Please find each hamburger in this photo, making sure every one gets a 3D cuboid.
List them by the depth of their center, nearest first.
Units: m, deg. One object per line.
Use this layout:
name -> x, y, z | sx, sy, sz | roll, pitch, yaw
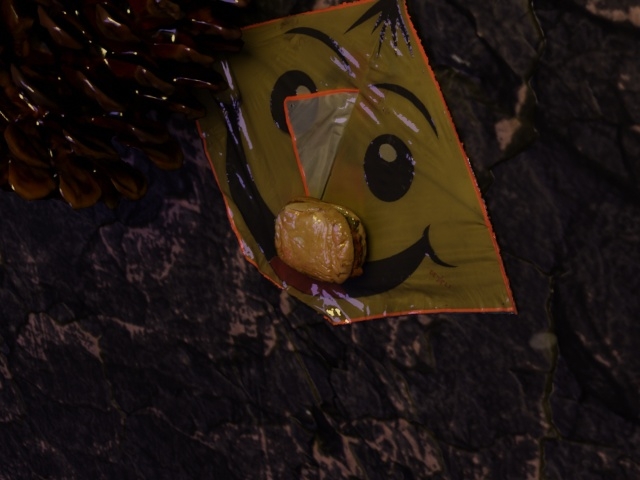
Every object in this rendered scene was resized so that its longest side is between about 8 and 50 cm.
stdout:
hamburger -> 0.000, 0.000, 1.201 | 0.083, 0.044, 0.076 | 17, 122, 26

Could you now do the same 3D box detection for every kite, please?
kite -> 0.017, -0.068, 1.191 | 0.377, 0.013, 0.327 | 35, 131, 19

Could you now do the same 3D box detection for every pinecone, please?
pinecone -> -0.182, -0.162, 1.142 | 0.292, 0.246, 0.246 | -45, 83, 20
